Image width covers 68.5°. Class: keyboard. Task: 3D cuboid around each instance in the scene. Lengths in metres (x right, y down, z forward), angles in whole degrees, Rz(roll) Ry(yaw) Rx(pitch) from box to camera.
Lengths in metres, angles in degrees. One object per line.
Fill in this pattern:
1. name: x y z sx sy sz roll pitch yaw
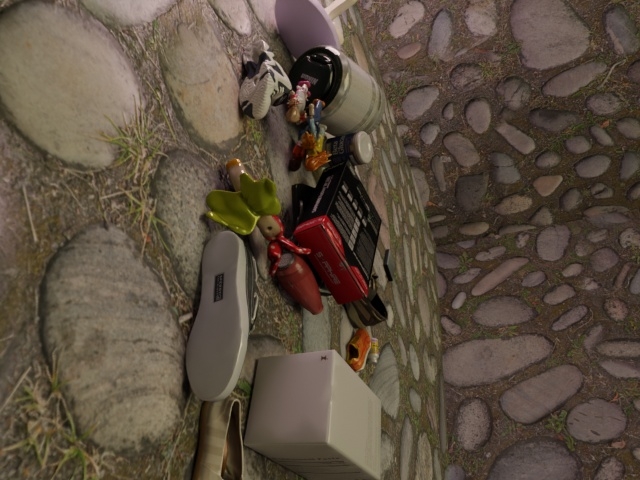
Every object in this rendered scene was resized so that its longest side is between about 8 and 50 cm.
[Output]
1. keyboard: 0.000 0.000 1.322 0.201 0.033 0.317 14 64 -40

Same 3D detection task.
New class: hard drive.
1. hard drive: 0.318 0.113 2.168 0.135 0.022 0.094 -67 140 -57

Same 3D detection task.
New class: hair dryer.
1. hair dryer: -0.041 0.043 1.164 0.223 0.080 0.294 -12 92 -62

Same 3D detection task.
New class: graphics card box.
1. graphics card box: 0.061 -0.036 1.252 0.233 0.094 0.371 57 29 -24

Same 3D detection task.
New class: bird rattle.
1. bird rattle: -0.118 -0.065 0.974 0.253 0.143 0.207 43 16 -53

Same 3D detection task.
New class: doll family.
1. doll family: -0.024 -0.283 1.255 0.263 0.118 0.163 90 11 -53

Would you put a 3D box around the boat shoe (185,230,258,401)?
1. boat shoe: -0.156 0.131 0.817 0.102 0.108 0.301 49 28 -50

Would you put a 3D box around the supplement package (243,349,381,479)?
1. supplement package: -0.001 0.372 0.974 0.293 0.175 0.178 56 31 -45

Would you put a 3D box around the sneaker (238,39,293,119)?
1. sneaker: -0.122 -0.366 1.172 0.153 0.094 0.235 37 35 -49

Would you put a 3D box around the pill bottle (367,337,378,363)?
1. pill bottle: 0.179 0.383 1.628 0.043 0.043 0.083 50 34 -52

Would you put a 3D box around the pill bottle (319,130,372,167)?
1. pill bottle: 0.060 -0.262 1.393 0.094 0.169 0.094 13 75 -56

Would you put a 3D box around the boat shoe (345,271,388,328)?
1. boat shoe: 0.125 0.136 1.494 0.132 0.130 0.355 -79 149 -46

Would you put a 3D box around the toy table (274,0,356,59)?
1. toy table: -0.017 -0.678 1.460 0.161 0.252 0.274 -67 149 -30

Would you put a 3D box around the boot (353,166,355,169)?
1. boot: 0.093 -0.282 1.732 0.219 0.082 0.106 15 80 -79

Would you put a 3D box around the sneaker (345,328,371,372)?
1. sneaker: 0.119 0.331 1.476 0.067 0.064 0.175 58 24 -21

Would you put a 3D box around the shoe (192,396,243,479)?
1. shoe: -0.157 0.357 0.740 0.076 0.058 0.219 39 43 -59

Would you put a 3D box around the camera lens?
1. camera lens: 0.046 -0.436 1.419 0.274 0.219 0.220 10 69 -55

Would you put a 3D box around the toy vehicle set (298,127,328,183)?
1. toy vehicle set: 0.011 -0.249 1.543 0.166 0.035 0.267 -69 142 -55
